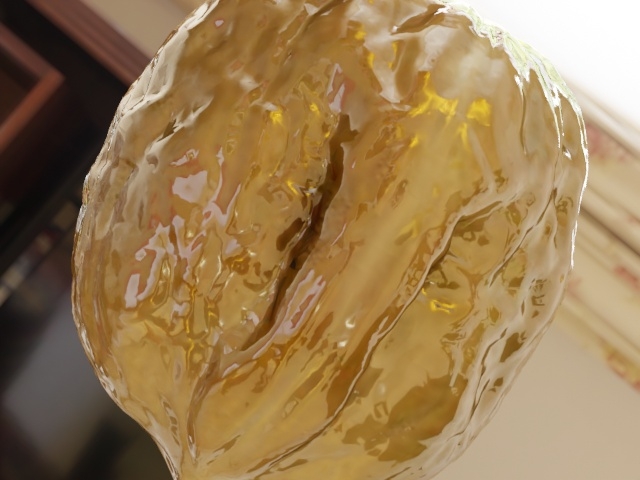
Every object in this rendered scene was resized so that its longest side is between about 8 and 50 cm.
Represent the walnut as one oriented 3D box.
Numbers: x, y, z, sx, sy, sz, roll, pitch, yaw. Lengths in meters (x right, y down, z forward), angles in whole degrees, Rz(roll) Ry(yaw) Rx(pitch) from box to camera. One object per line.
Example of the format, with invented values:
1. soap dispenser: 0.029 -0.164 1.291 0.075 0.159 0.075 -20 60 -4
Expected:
1. walnut: 0.000 0.000 0.539 0.184 0.155 0.155 -63 177 -6
